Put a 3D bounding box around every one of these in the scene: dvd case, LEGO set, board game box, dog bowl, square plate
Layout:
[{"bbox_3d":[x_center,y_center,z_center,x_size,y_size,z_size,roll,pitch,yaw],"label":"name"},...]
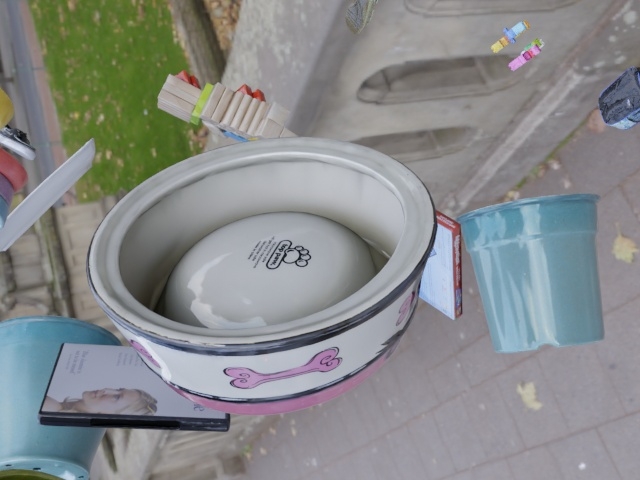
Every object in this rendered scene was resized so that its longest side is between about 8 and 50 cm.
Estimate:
[{"bbox_3d":[-0.258,0.208,1.061,0.180,0.253,0.022,-109,27,-65],"label":"dvd case"},{"bbox_3d":[0.441,-0.442,1.674,0.093,0.227,0.087,-35,93,26],"label":"LEGO set"},{"bbox_3d":[0.207,0.033,1.411,0.145,0.027,0.281,33,154,32],"label":"board game box"},{"bbox_3d":[-0.062,0.036,0.902,0.408,0.408,0.150,49,154,49],"label":"dog bowl"},{"bbox_3d":[-0.636,-0.088,1.675,0.049,0.347,0.344,46,168,-17],"label":"square plate"}]

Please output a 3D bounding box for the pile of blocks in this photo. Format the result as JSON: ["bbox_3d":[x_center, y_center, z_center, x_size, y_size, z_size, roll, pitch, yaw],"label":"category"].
[{"bbox_3d":[-0.203,-0.303,1.695,0.149,0.362,0.112,57,-124,-75],"label":"pile of blocks"}]

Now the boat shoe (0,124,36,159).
[{"bbox_3d":[-0.565,-0.188,1.360,0.142,0.040,0.049,26,169,35],"label":"boat shoe"}]

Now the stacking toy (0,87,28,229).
[{"bbox_3d":[-0.545,-0.120,0.961,0.309,0.280,0.130,114,174,-63],"label":"stacking toy"}]

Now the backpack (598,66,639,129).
[{"bbox_3d":[0.643,-0.286,1.527,0.114,0.084,0.104,-41,45,54],"label":"backpack"}]

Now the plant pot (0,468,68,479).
[{"bbox_3d":[-0.383,0.531,0.858,0.366,0.353,0.366,42,-178,-2],"label":"plant pot"}]

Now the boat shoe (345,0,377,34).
[{"bbox_3d":[0.094,-0.494,1.546,0.056,0.048,0.153,52,155,16],"label":"boat shoe"}]

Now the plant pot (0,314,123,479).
[{"bbox_3d":[-0.509,0.316,1.359,0.271,0.272,0.255,113,156,-51],"label":"plant pot"}]

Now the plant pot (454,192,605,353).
[{"bbox_3d":[0.513,0.087,1.742,0.341,0.341,0.333,153,112,-65],"label":"plant pot"}]
